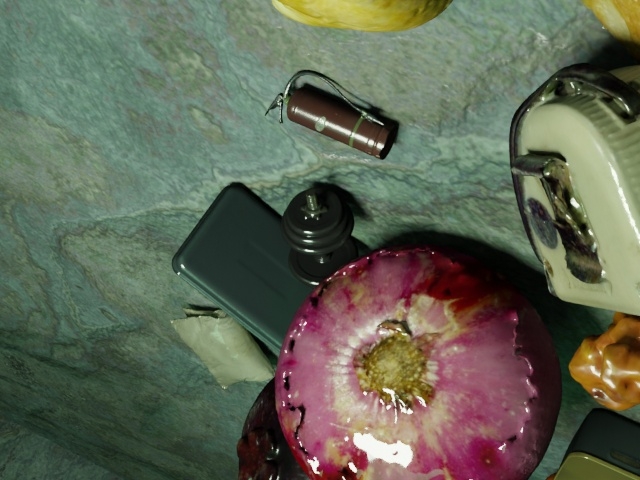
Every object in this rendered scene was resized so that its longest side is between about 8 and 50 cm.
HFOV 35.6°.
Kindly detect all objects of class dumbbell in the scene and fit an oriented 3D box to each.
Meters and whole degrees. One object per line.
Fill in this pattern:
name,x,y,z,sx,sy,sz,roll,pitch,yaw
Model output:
dumbbell,0.000,0.000,1.339,0.099,0.099,0.208,19,149,20

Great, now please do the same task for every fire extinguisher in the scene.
fire extinguisher,0.013,-0.150,1.166,0.157,0.045,0.078,25,122,13

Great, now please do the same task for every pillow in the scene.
pillow,-0.173,0.188,1.802,0.134,0.078,0.181,-7,130,44

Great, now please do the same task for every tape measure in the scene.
tape measure,0.254,-0.049,0.939,0.231,0.133,0.271,65,172,-4

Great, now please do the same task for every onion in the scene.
onion,0.116,0.190,1.278,0.358,0.358,0.345,29,161,5

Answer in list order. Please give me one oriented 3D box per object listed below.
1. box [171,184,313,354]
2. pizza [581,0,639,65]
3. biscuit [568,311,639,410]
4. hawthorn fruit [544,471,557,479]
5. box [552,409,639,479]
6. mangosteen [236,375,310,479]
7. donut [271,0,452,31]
box,-0.085,0.046,1.423,0.230,0.160,0.050,40,156,-14
pizza,0.347,-0.164,0.838,0.262,0.034,0.181,47,147,-20
biscuit,0.418,0.104,0.960,0.318,0.110,0.312,-9,170,34
hawthorn fruit,0.406,0.427,1.587,0.128,0.128,0.128,23,149,15
box,0.427,0.339,1.461,0.144,0.090,0.201,23,149,15
mangosteen,0.084,0.358,1.566,0.435,0.382,0.382,12,161,-30
donut,0.025,-0.311,0.634,0.170,0.360,0.360,12,145,29
